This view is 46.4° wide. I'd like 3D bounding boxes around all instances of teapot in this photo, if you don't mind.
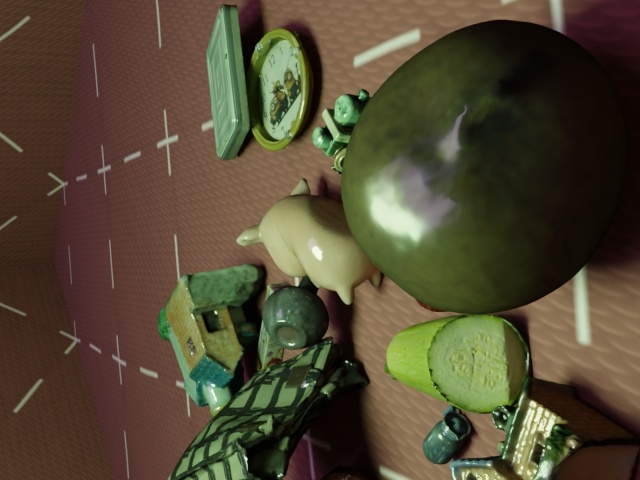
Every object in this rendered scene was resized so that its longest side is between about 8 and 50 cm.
[{"bbox_3d":[0.189,0.290,1.108,0.049,0.063,0.083,36,128,13],"label":"teapot"}]

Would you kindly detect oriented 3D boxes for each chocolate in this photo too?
[{"bbox_3d":[0.048,0.464,1.291,0.133,0.127,0.124,51,133,18],"label":"chocolate"}]

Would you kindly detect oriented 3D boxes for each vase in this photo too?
[{"bbox_3d":[-0.033,0.109,1.343,0.183,0.120,0.120,-67,2,-49],"label":"vase"}]

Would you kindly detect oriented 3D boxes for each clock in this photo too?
[{"bbox_3d":[-0.072,-0.291,1.450,0.237,0.057,0.237,9,101,57],"label":"clock"}]

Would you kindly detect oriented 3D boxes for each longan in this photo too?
[{"bbox_3d":[0.179,-0.077,0.825,0.319,0.319,0.319,13,106,58],"label":"longan"}]

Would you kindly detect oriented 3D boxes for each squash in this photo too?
[{"bbox_3d":[0.152,0.163,1.071,0.287,0.137,0.137,-4,91,62],"label":"squash"}]

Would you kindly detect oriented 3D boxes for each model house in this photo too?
[{"bbox_3d":[0.253,0.267,0.886,0.172,0.166,0.183,38,115,55],"label":"model house"},{"bbox_3d":[-0.205,0.255,1.627,0.267,0.194,0.325,-49,56,52],"label":"model house"}]

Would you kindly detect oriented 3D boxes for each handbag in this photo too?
[{"bbox_3d":[-0.099,0.344,1.337,0.162,0.325,0.327,44,138,-2],"label":"handbag"}]

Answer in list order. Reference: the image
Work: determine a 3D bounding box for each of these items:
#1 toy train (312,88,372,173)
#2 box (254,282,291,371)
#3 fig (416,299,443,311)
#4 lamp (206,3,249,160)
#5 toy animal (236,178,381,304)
[{"bbox_3d":[0.086,-0.158,1.068,0.125,0.194,0.081,-59,42,36],"label":"toy train"},{"bbox_3d":[-0.098,0.185,1.568,0.041,0.050,0.207,41,129,48],"label":"box"},{"bbox_3d":[0.179,0.021,1.017,0.119,0.119,0.153,-10,78,59],"label":"fig"},{"bbox_3d":[-0.199,-0.331,1.603,0.266,0.047,0.269,148,116,-72],"label":"lamp"},{"bbox_3d":[-0.009,-0.001,1.281,0.250,0.166,0.154,23,131,45],"label":"toy animal"}]
